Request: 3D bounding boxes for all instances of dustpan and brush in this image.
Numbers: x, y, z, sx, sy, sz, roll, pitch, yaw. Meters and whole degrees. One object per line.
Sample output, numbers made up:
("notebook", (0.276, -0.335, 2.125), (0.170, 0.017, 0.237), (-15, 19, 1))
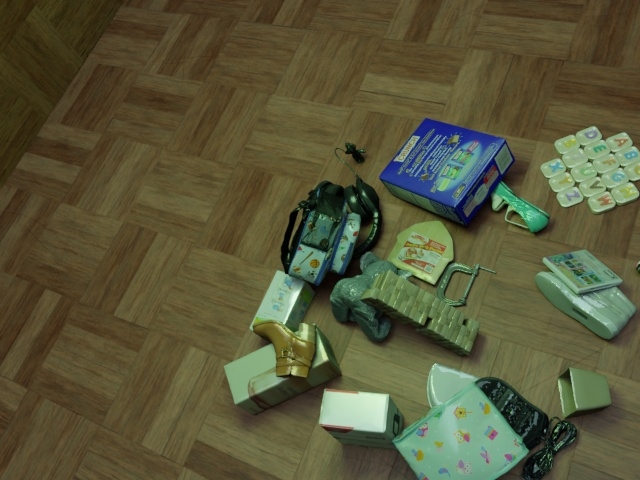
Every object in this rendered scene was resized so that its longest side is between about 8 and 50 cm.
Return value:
("dustpan and brush", (0.345, 0.459, 1.677), (0.147, 0.060, 0.211), (17, 63, 13))

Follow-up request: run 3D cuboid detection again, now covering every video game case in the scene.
("video game case", (0.717, 0.083, 1.699), (0.143, 0.019, 0.157), (-10, 35, -15))

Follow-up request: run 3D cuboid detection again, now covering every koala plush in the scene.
("koala plush", (0.155, 0.140, 1.827), (0.196, 0.203, 0.221), (27, 61, 32))

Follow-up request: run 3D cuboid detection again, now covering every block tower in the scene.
("block tower", (0.281, 0.198, 1.698), (0.335, 0.091, 0.097), (29, 71, -11))

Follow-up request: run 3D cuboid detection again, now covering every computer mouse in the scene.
("computer mouse", (0.501, 0.472, 1.611), (0.272, 0.072, 0.188), (41, 79, 18))

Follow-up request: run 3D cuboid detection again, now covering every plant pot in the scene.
("plant pot", (0.675, 0.390, 1.576), (0.096, 0.109, 0.109), (0, 63, 3))

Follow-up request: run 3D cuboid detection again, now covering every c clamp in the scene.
("c clamp", (0.421, 0.129, 1.831), (0.137, 0.022, 0.160), (25, 73, 27))

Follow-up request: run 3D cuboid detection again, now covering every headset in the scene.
("headset", (0.089, -0.126, 2.027), (0.244, 0.185, 0.394), (0, 79, 21))

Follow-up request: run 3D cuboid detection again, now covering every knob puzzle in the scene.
("knob puzzle", (0.324, 0.025, 1.911), (0.213, 0.030, 0.213), (-8, 62, 15))

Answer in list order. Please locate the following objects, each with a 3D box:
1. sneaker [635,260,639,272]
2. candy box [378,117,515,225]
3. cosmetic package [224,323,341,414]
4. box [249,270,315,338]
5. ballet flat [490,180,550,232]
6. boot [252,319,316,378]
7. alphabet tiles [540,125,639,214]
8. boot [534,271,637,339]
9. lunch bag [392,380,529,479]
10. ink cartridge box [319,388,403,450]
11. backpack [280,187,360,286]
("sneaker", (0.938, 0.096, 1.658), (0.170, 0.063, 0.074), (11, 62, 17))
("candy box", (0.387, -0.222, 1.923), (0.317, 0.122, 0.268), (29, 77, 43))
("cosmetic package", (-0.107, 0.378, 1.801), (0.296, 0.153, 0.129), (-26, 58, 5))
("box", (-0.115, 0.214, 1.906), (0.103, 0.114, 0.203), (18, 71, 23))
("ballet flat", (0.574, -0.108, 1.872), (0.087, 0.083, 0.247), (-49, 57, 7))
("boot", (-0.110, 0.302, 1.715), (0.197, 0.073, 0.152), (1, 68, 21))
("alphabet tiles", (0.832, -0.216, 1.876), (0.278, 0.021, 0.284), (-21, 59, 7))
("boot", (0.727, 0.149, 1.697), (0.123, 0.095, 0.258), (-38, 61, -18))
("lunch bag", (0.352, 0.510, 1.548), (0.262, 0.160, 0.223), (-39, 71, 9))
("ink cartridge box", (0.114, 0.475, 1.631), (0.172, 0.237, 0.100), (1, 62, 18))
("backpack", (0.000, 0.000, 1.842), (0.213, 0.276, 0.263), (28, 106, 1))
